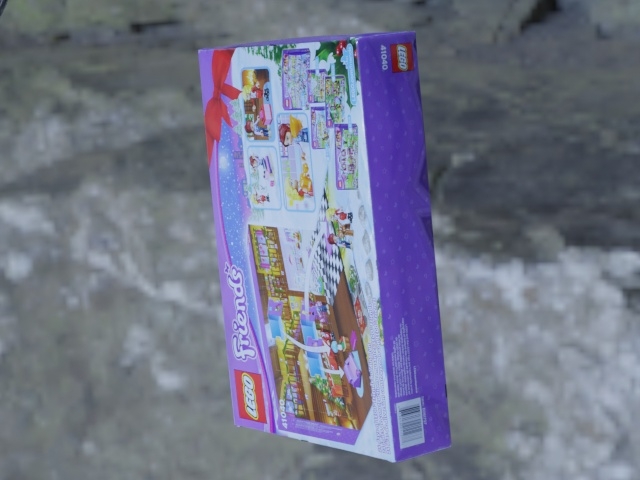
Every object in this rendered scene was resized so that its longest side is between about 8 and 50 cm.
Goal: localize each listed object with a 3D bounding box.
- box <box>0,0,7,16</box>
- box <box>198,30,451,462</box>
[{"bbox_3d":[-0.304,-0.282,1.255,0.183,0.294,0.296,32,16,5],"label":"box"},{"bbox_3d":[0.000,0.000,1.298,0.057,0.293,0.201,-10,9,-36],"label":"box"}]
